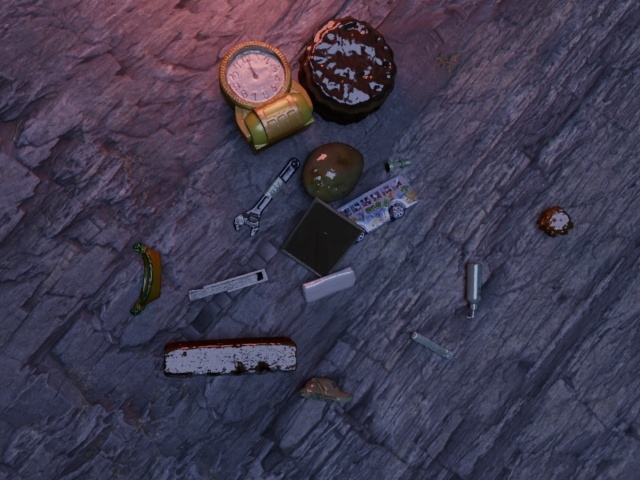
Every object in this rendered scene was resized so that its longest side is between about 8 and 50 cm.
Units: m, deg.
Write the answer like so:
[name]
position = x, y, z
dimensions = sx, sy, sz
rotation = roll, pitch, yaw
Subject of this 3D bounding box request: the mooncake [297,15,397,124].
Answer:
[mooncake]
position = 0.090, -0.549, 1.884
dimensions = 0.324, 0.187, 0.324
rotation = 0, 89, -10

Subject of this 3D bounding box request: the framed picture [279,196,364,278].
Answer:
[framed picture]
position = 0.000, 0.000, 1.864
dimensions = 0.189, 0.023, 0.260
rotation = 32, 127, -5

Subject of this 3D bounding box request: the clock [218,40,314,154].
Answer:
[clock]
position = -0.188, -0.461, 1.832
dimensions = 0.244, 0.200, 0.317
rotation = -29, 88, -13

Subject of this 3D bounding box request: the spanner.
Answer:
[spanner]
position = -0.168, -0.146, 1.921
dimensions = 0.087, 0.024, 0.316
rotation = 40, 82, -11

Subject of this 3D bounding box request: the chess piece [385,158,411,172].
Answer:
[chess piece]
position = 0.273, -0.264, 2.000
dimensions = 0.093, 0.042, 0.042
rotation = -14, 94, -16

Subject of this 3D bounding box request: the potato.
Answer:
[potato]
position = 0.040, -0.227, 1.898
dimensions = 0.235, 0.160, 0.178
rotation = -27, 121, -22

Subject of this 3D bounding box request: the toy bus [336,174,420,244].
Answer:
[toy bus]
position = 0.165, -0.091, 1.949
dimensions = 0.329, 0.109, 0.136
rotation = -30, 88, -9

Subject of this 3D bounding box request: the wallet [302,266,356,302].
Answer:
[wallet]
position = 0.031, 0.148, 1.935
dimensions = 0.190, 0.095, 0.033
rotation = -19, 53, -12

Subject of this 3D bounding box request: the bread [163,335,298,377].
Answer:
[bread]
position = -0.289, 0.372, 1.832
dimensions = 0.416, 0.165, 0.113
rotation = 0, 86, -11

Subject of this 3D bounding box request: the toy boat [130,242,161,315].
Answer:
[toy boat]
position = -0.549, 0.122, 1.810
dimensions = 0.088, 0.089, 0.230
rotation = 1, 94, -26

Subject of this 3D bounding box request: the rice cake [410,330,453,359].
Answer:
[rice cake]
position = 0.394, 0.371, 2.039
dimensions = 0.170, 0.029, 0.033
rotation = 31, 81, -10

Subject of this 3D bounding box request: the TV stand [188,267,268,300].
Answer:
[TV stand]
position = -0.301, 0.146, 1.883
dimensions = 0.256, 0.049, 0.040
rotation = -16, 93, -10

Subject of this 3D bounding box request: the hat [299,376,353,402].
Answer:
[hat]
position = 0.024, 0.499, 1.916
dimensions = 0.166, 0.122, 0.081
rotation = 6, 73, 16

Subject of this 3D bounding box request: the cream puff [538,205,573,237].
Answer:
[cream puff]
position = 0.857, -0.067, 2.099
dimensions = 0.122, 0.094, 0.116
rotation = -3, 88, 12

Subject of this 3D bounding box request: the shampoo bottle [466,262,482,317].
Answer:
[shampoo bottle]
position = 0.546, 0.179, 2.054
dimensions = 0.056, 0.056, 0.195
rotation = 0, 92, -12
